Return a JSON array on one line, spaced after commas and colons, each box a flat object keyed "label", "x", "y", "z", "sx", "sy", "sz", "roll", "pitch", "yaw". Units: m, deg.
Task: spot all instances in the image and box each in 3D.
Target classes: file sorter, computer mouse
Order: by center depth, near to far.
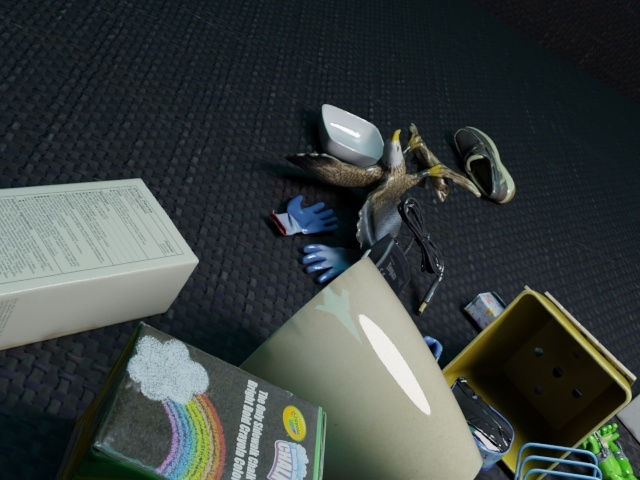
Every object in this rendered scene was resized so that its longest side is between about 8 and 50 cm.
[{"label": "file sorter", "x": 0.314, "y": 0.353, "z": 1.157, "sx": 0.118, "sy": 0.105, "sz": 0.170, "roll": 6, "pitch": 13, "yaw": 7}, {"label": "computer mouse", "x": 0.114, "y": 0.073, "z": 1.437, "sx": 0.262, "sy": 0.060, "sz": 0.184, "roll": -58, "pitch": 133, "yaw": -33}]

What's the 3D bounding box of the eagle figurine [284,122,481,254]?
[{"label": "eagle figurine", "x": 0.096, "y": -0.102, "z": 1.568, "sx": 0.298, "sy": 0.225, "sz": 0.226, "roll": -30, "pitch": 27, "yaw": -30}]

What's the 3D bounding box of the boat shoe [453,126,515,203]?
[{"label": "boat shoe", "x": 0.361, "y": -0.178, "z": 1.999, "sx": 0.073, "sy": 0.080, "sz": 0.224, "roll": 9, "pitch": 45, "yaw": -44}]

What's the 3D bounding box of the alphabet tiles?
[{"label": "alphabet tiles", "x": 0.426, "y": 0.185, "z": 1.510, "sx": 0.009, "sy": 0.198, "sz": 0.237, "roll": -35, "pitch": 65, "yaw": -14}]

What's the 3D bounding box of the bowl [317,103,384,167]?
[{"label": "bowl", "x": 0.054, "y": -0.199, "z": 1.759, "sx": 0.142, "sy": 0.053, "sz": 0.142, "roll": 21, "pitch": 36, "yaw": -24}]

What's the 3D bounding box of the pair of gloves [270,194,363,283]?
[{"label": "pair of gloves", "x": 0.000, "y": 0.000, "z": 1.478, "sx": 0.159, "sy": 0.023, "sz": 0.198, "roll": -11, "pitch": 56, "yaw": -52}]

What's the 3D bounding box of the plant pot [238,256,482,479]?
[{"label": "plant pot", "x": 0.058, "y": 0.204, "z": 1.067, "sx": 0.274, "sy": 0.256, "sz": 0.256, "roll": 47, "pitch": 33, "yaw": 7}]

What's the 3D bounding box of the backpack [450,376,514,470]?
[{"label": "backpack", "x": 0.212, "y": 0.273, "z": 1.261, "sx": 0.114, "sy": 0.084, "sz": 0.105, "roll": 37, "pitch": 32, "yaw": 10}]

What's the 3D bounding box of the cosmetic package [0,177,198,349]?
[{"label": "cosmetic package", "x": -0.321, "y": 0.024, "z": 1.055, "sx": 0.309, "sy": 0.113, "sz": 0.160, "roll": -8, "pitch": 52, "yaw": -49}]

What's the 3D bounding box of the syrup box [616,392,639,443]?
[{"label": "syrup box", "x": 0.655, "y": 0.307, "z": 1.631, "sx": 0.236, "sy": 0.093, "sz": 0.096, "roll": -5, "pitch": 50, "yaw": -47}]

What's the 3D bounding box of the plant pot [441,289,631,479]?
[{"label": "plant pot", "x": 0.347, "y": 0.215, "z": 1.368, "sx": 0.212, "sy": 0.212, "sz": 0.187, "roll": 49, "pitch": 21, "yaw": 20}]

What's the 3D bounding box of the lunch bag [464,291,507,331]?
[{"label": "lunch bag", "x": 0.308, "y": 0.130, "z": 1.573, "sx": 0.083, "sy": 0.053, "sz": 0.071, "roll": 3, "pitch": 45, "yaw": -55}]

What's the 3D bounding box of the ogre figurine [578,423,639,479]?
[{"label": "ogre figurine", "x": 0.460, "y": 0.359, "z": 1.376, "sx": 0.197, "sy": 0.096, "sz": 0.118, "roll": 72, "pitch": -7, "yaw": -64}]

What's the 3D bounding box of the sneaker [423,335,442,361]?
[{"label": "sneaker", "x": 0.104, "y": 0.189, "z": 1.266, "sx": 0.083, "sy": 0.087, "sz": 0.221, "roll": 43, "pitch": 32, "yaw": 13}]

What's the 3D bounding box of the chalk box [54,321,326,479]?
[{"label": "chalk box", "x": -0.110, "y": 0.252, "z": 0.898, "sx": 0.289, "sy": 0.179, "sz": 0.180, "roll": 29, "pitch": 32, "yaw": -13}]
